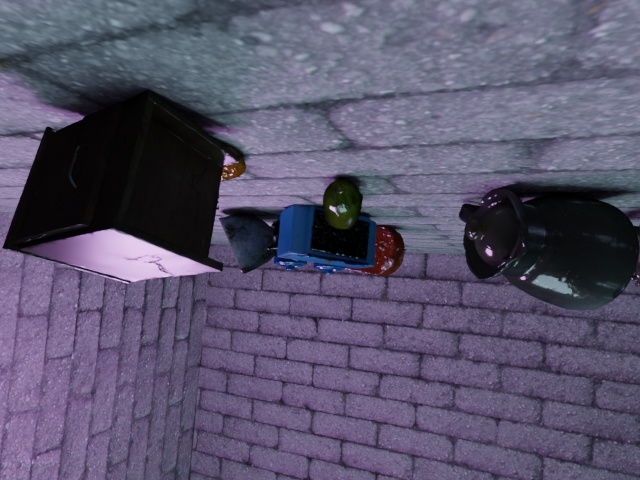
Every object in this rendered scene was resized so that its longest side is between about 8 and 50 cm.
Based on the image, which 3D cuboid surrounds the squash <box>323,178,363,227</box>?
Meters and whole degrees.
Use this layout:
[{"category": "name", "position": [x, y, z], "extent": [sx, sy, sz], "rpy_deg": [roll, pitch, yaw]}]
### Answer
[{"category": "squash", "position": [0.047, -0.069, 0.933], "extent": [0.087, 0.087, 0.331], "rpy_deg": [4, 177, 1]}]

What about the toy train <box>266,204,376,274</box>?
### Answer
[{"category": "toy train", "position": [0.000, 0.000, 1.273], "extent": [0.301, 0.187, 0.265], "rpy_deg": [9, 169, -27]}]

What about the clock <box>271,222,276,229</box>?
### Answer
[{"category": "clock", "position": [-0.122, -0.017, 1.629], "extent": [0.156, 0.063, 0.229], "rpy_deg": [18, -175, -3]}]

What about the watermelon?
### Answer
[{"category": "watermelon", "position": [-0.225, -0.021, 1.414], "extent": [0.175, 0.188, 0.322], "rpy_deg": [-24, -164, -10]}]

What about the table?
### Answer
[{"category": "table", "position": [-0.238, -0.054, 0.525], "extent": [0.193, 0.169, 0.172], "rpy_deg": [-7, 157, 30]}]

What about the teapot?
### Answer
[{"category": "teapot", "position": [0.411, -0.024, 0.840], "extent": [0.285, 0.305, 0.223], "rpy_deg": [12, 137, -12]}]

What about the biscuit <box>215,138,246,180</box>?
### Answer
[{"category": "biscuit", "position": [-0.246, -0.131, 0.682], "extent": [0.254, 0.035, 0.254], "rpy_deg": [3, 175, 0]}]

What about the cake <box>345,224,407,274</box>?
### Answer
[{"category": "cake", "position": [0.172, 0.037, 1.559], "extent": [0.283, 0.176, 0.151], "rpy_deg": [3, 175, 28]}]

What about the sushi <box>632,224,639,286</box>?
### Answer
[{"category": "sushi", "position": [0.854, 0.028, 0.866], "extent": [0.418, 0.175, 0.417], "rpy_deg": [4, 175, 0]}]
